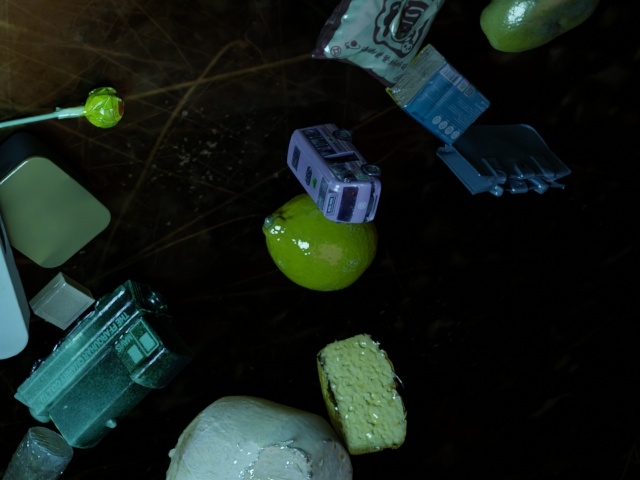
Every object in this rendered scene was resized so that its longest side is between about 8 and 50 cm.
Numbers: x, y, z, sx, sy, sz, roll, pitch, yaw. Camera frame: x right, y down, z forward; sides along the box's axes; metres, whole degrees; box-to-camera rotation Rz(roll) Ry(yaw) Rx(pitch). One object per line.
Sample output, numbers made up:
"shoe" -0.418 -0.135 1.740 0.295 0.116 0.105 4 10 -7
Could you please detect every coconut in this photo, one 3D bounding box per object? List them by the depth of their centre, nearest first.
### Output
"coconut" -0.139 0.488 2.315 0.346 0.360 0.346 -14 107 -58

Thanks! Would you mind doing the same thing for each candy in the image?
"candy" -0.395 -0.192 1.746 0.194 0.062 0.058 -11 177 -15

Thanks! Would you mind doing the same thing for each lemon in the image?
"lemon" 0.000 0.000 2.088 0.248 0.184 0.184 7 122 -40

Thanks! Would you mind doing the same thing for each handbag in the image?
"handbag" 0.103 -0.374 1.866 0.213 0.127 0.235 16 104 -44
"handbag" 0.351 -0.152 2.194 0.229 0.179 0.062 -4 129 -29

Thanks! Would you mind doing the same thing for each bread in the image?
"bread" 0.085 0.340 2.417 0.160 0.260 0.147 -15 156 -17

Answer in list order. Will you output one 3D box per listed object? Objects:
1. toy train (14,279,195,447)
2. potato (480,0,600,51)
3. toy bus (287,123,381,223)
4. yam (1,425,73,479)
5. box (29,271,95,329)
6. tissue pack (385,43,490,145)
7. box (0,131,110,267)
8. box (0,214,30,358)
"toy train" -0.374 0.225 2.014 0.330 0.178 0.138 -45 157 9
"potato" 0.392 -0.429 2.007 0.248 0.143 0.169 -36 143 11
"toy bus" 0.023 -0.116 1.984 0.108 0.199 0.096 -7 130 -26
"yam" -0.540 0.433 2.159 0.107 0.107 0.183 13 121 -41
"box" -0.447 0.107 1.980 0.083 0.035 0.079 -42 139 5
"tissue pack" 0.212 -0.261 2.070 0.120 0.082 0.169 -47 138 12
"box" -0.442 -0.065 1.789 0.144 0.090 0.201 -41 139 4
"box" -0.647 0.051 1.699 0.373 0.090 0.367 -7 132 -5
